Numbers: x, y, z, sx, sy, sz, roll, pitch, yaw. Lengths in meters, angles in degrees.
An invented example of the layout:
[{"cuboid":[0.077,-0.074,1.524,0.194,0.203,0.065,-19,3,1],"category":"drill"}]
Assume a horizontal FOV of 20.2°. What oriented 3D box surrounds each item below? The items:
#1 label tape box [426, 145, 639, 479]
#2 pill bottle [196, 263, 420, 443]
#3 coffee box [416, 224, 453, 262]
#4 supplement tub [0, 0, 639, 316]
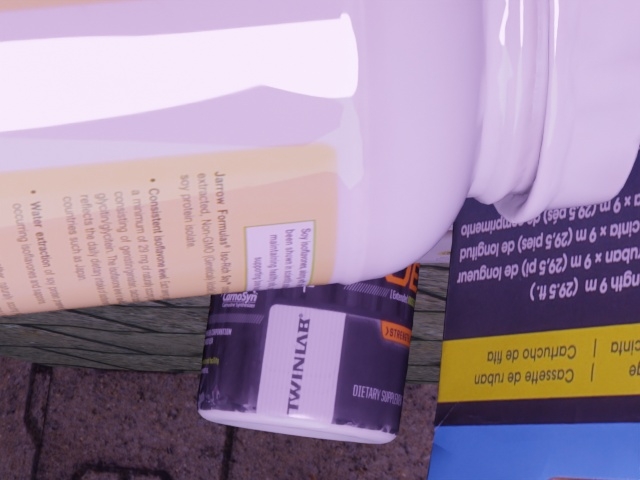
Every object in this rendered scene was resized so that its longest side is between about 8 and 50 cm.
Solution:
[{"cuboid":[0.154,-0.023,0.652,0.106,0.333,0.241,12,169,-29],"category":"label tape box"},{"cuboid":[0.000,0.000,1.144,0.130,0.245,0.130,7,172,1],"category":"pill bottle"},{"cuboid":[0.060,-0.074,0.968,0.098,0.141,0.246,1,171,-7],"category":"coffee box"},{"cuboid":[-0.079,-0.096,0.584,0.331,0.241,0.241,-6,171,-5],"category":"supplement tub"}]
